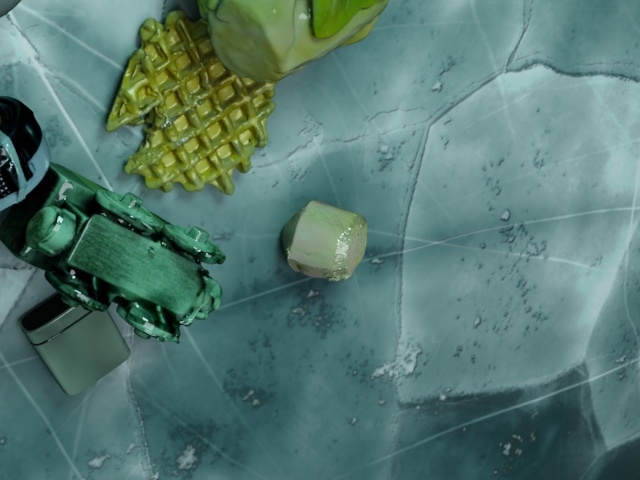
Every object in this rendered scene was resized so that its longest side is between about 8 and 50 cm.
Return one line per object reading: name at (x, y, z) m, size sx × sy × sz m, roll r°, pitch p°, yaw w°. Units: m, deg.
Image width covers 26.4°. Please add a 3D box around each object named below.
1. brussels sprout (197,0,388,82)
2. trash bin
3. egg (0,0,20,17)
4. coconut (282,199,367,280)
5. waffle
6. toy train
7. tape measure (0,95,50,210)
brussels sprout at (-0.018, -0.374, 1.774) m, size 0.344 × 0.268 × 0.344 m, roll -11°, pitch 107°, yaw -41°
trash bin at (-0.347, 0.138, 1.938) m, size 0.116 × 0.059 × 0.130 m, roll -34°, pitch 126°, yaw -13°
egg at (-0.411, -0.374, 1.596) m, size 0.176 × 0.176 × 0.232 m, roll -6°, pitch 106°, yaw -29°
coconut at (0.000, 0.000, 2.054) m, size 0.116 × 0.122 × 0.116 m, roll 15°, pitch 90°, yaw -71°
waffle at (-0.173, -0.186, 1.902) m, size 0.250 × 0.056 × 0.261 m, roll 13°, pitch 102°, yaw -36°
toy train at (-0.270, 0.011, 1.815) m, size 0.299 × 0.238 × 0.167 m, roll 30°, pitch 93°, yaw -39°
tape measure at (-0.430, -0.098, 1.706) m, size 0.181 × 0.182 × 0.107 m, roll -25°, pitch 126°, yaw -7°
